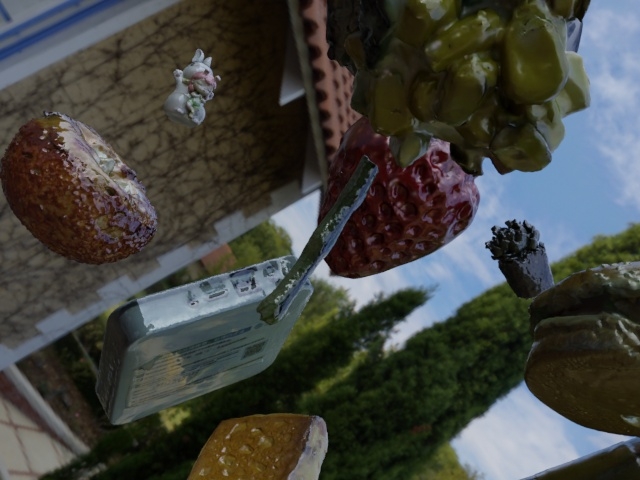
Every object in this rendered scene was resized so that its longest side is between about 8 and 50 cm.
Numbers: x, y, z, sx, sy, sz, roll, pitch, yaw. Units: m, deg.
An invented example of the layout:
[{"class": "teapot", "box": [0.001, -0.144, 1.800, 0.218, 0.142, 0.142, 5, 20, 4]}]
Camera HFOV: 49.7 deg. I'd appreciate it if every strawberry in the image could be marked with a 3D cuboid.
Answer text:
[{"class": "strawberry", "box": [0.115, -0.085, 1.325, 0.295, 0.345, 0.317, 33, 21, -51]}]

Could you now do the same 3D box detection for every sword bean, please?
[{"class": "sword bean", "box": [0.000, 0.001, 0.942, 0.038, 0.269, 0.043, 22, -16, 47]}]

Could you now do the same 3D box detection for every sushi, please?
[{"class": "sushi", "box": [0.143, -0.241, 0.783, 0.285, 0.329, 0.327, -69, 169, -45]}]

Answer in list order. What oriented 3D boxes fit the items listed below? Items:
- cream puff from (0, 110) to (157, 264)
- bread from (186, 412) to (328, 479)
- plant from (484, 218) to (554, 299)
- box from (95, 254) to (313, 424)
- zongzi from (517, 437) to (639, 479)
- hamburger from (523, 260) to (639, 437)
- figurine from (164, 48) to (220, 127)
[{"class": "cream puff", "box": [-0.347, -0.068, 0.984, 0.240, 0.164, 0.240, 50, 11, -13]}, {"class": "bread", "box": [-0.109, 0.403, 1.208, 0.099, 0.235, 0.210, 67, 31, -29]}, {"class": "plant", "box": [0.353, 0.032, 1.222, 0.092, 0.095, 0.143, -138, -154, -86]}, {"class": "box", "box": [-0.237, 0.201, 1.390, 0.111, 0.396, 0.396, 58, -36, 24]}, {"class": "zongzi", "box": [0.330, 0.351, 0.680, 0.145, 0.274, 0.299, 50, 20, -43]}, {"class": "hamburger", "box": [0.273, 0.091, 0.595, 0.189, 0.122, 0.215, 31, -32, -31]}, {"class": "figurine", "box": [-0.213, -0.276, 1.242, 0.098, 0.146, 0.081, 16, -15, 33]}]
